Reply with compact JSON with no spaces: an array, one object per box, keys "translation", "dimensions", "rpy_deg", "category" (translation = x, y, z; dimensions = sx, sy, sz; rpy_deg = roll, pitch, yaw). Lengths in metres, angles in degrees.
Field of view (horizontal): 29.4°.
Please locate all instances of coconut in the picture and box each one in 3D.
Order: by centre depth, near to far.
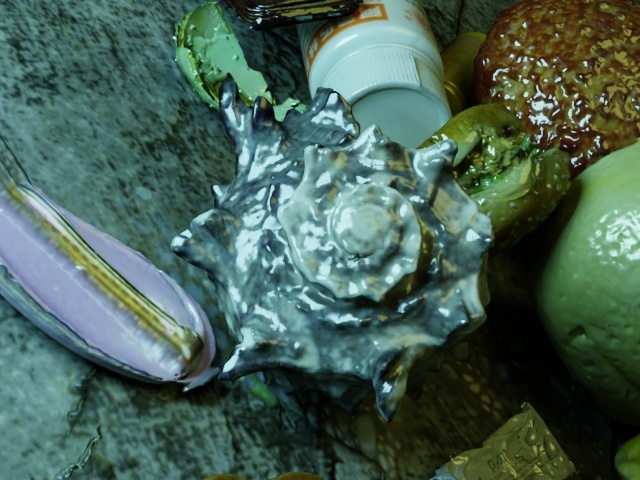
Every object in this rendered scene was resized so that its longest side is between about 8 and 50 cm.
[{"translation":[-0.089,-0.161,1.187],"dimensions":[0.133,0.055,0.158],"rpy_deg":[-10,59,-48],"category":"coconut"}]

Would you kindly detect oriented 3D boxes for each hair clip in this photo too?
[{"translation":[-0.213,-0.014,0.904],"dimensions":[0.359,0.095,0.110],"rpy_deg":[49,-2,-6],"category":"hair clip"}]

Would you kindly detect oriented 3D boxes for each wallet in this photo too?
[{"translation":[-0.057,-0.277,1.266],"dimensions":[0.122,0.031,0.232],"rpy_deg":[-11,34,-22],"category":"wallet"}]

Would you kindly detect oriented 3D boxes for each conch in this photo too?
[{"translation":[0.012,-0.005,0.964],"dimensions":[0.186,0.240,0.313],"rpy_deg":[25,23,-47],"category":"conch"}]

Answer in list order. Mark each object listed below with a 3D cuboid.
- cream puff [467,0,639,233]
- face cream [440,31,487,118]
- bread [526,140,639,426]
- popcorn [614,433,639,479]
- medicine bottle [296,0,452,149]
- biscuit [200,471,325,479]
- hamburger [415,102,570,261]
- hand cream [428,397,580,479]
[{"translation":[0.328,-0.129,1.374],"dimensions":[0.350,0.228,0.350],"rpy_deg":[10,73,-35],"category":"cream puff"},{"translation":[0.144,-0.166,1.409],"dimensions":[0.078,0.078,0.273],"rpy_deg":[42,34,-1],"category":"face cream"},{"translation":[0.361,0.051,1.177],"dimensions":[0.320,0.320,0.237],"rpy_deg":[27,29,-22],"category":"bread"},{"translation":[0.396,0.271,1.032],"dimensions":[0.312,0.312,0.312],"rpy_deg":[27,37,-22],"category":"popcorn"},{"translation":[0.054,-0.186,1.271],"dimensions":[0.144,0.144,0.252],"rpy_deg":[21,36,-29],"category":"medicine bottle"},{"translation":[0.006,0.276,0.812],"dimensions":[0.273,0.049,0.257],"rpy_deg":[29,35,-23],"category":"biscuit"},{"translation":[0.126,-0.029,1.148],"dimensions":[0.122,0.215,0.189],"rpy_deg":[53,6,7],"category":"hamburger"},{"translation":[0.145,0.203,1.036],"dimensions":[0.084,0.050,0.257],"rpy_deg":[54,29,13],"category":"hand cream"}]
